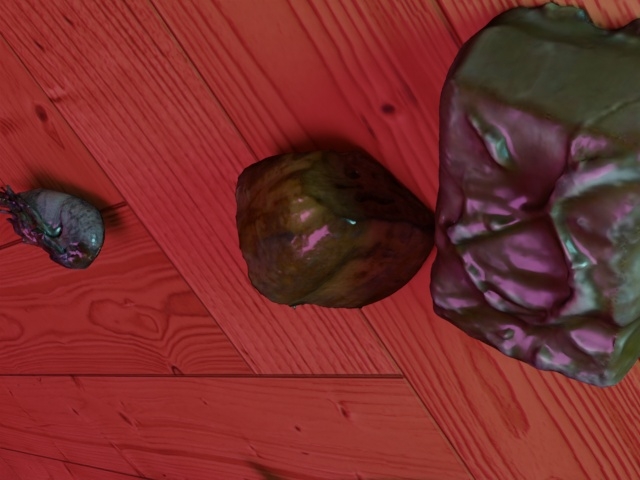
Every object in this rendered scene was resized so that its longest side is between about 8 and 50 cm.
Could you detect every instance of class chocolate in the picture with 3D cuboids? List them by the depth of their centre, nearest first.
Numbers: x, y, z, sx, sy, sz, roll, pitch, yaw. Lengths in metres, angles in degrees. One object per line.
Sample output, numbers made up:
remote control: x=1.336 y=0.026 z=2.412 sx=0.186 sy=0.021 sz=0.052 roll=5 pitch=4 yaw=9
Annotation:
chocolate: x=0.137 y=-0.019 z=0.497 sx=0.148 sy=0.093 sz=0.214 roll=21 pitch=140 yaw=28

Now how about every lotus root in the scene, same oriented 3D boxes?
lotus root: x=0.003 y=-0.003 z=0.660 sx=0.159 sy=0.095 sz=0.135 roll=42 pitch=143 yaw=-8

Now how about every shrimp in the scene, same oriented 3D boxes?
shrimp: x=-0.326 y=-0.025 z=0.999 sx=0.233 sy=0.079 sz=0.090 roll=18 pitch=176 yaw=38
